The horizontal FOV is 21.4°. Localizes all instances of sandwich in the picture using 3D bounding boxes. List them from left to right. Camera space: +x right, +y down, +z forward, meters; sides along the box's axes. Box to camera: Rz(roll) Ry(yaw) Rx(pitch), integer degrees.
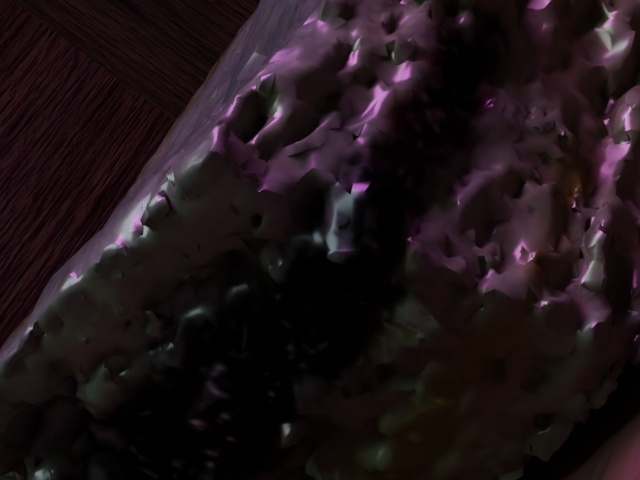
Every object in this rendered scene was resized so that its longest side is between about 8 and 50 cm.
[{"bbox_3d":[0.001,0.000,0.544,0.262,0.131,0.325,-53,9,-6],"label":"sandwich"}]
